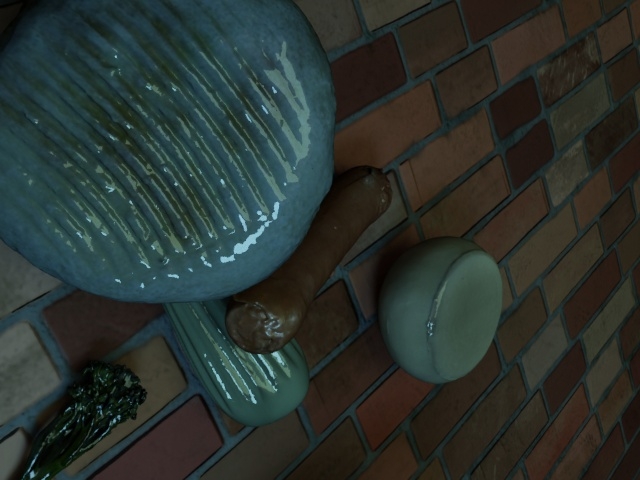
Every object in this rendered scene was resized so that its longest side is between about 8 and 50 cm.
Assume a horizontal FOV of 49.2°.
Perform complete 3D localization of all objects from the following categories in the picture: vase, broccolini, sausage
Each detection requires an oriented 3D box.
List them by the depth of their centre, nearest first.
[{"bbox_3d":[-0.267,0.223,0.755,0.202,0.068,0.091,-58,145,-23],"label":"broccolini"},{"bbox_3d":[-0.116,0.108,0.856,0.128,0.128,0.248,-44,111,-32],"label":"vase"},{"bbox_3d":[0.000,0.000,0.899,0.094,0.094,0.419,36,37,3],"label":"sausage"}]

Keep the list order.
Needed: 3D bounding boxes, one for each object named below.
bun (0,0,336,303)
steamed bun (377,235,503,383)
[{"bbox_3d":[-0.161,-0.108,0.703,0.362,0.211,0.361,-2,102,-7],"label":"bun"},{"bbox_3d":[0.176,0.103,1.101,0.232,0.145,0.231,-17,113,-44],"label":"steamed bun"}]
